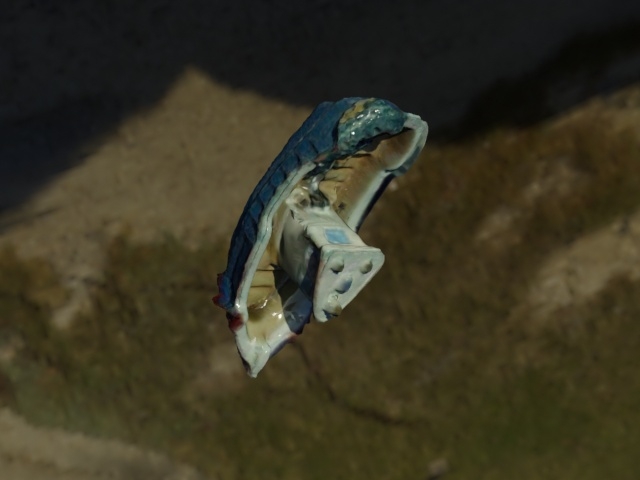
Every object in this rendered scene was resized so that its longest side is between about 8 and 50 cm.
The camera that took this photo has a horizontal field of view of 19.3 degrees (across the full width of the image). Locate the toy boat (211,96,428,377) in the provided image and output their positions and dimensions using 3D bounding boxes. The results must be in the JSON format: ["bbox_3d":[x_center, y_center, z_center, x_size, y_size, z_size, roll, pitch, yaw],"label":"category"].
[{"bbox_3d":[0.000,0.000,0.470,0.038,0.038,0.083,3,126,-47],"label":"toy boat"}]
